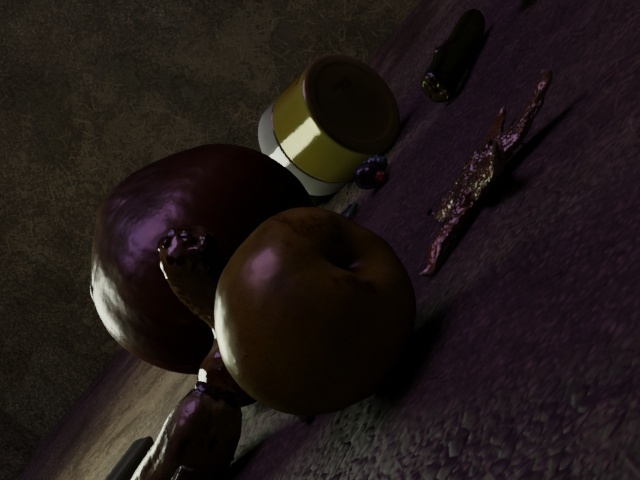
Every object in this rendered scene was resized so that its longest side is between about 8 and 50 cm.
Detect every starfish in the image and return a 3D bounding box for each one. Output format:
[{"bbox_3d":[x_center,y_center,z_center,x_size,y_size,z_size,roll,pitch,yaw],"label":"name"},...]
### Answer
[{"bbox_3d":[0.197,-0.094,1.275,0.295,0.048,0.231,-56,0,-41],"label":"starfish"}]

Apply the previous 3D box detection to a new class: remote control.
[{"bbox_3d":[-0.276,0.351,1.546,0.309,0.038,0.090,-59,-32,-85],"label":"remote control"}]

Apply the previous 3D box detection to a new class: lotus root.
[{"bbox_3d":[-0.173,0.285,1.410,0.110,0.097,0.258,0,-46,-42],"label":"lotus root"}]

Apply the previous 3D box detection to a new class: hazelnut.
[{"bbox_3d":[-0.199,0.029,1.839,0.409,0.359,0.359,-51,8,-33],"label":"hazelnut"}]

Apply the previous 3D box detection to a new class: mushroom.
[{"bbox_3d":[-0.094,0.085,1.561,0.267,0.254,0.267,-30,-9,-5],"label":"mushroom"}]

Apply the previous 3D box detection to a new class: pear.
[{"bbox_3d":[-0.011,0.080,1.115,0.209,0.209,0.209,-49,9,11],"label":"pear"}]

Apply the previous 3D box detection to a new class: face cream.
[{"bbox_3d":[0.017,-0.221,2.111,0.179,0.218,0.218,-39,15,49],"label":"face cream"}]

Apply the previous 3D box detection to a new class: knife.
[{"bbox_3d":[0.001,0.000,1.963,0.212,0.015,0.054,-40,22,47],"label":"knife"}]

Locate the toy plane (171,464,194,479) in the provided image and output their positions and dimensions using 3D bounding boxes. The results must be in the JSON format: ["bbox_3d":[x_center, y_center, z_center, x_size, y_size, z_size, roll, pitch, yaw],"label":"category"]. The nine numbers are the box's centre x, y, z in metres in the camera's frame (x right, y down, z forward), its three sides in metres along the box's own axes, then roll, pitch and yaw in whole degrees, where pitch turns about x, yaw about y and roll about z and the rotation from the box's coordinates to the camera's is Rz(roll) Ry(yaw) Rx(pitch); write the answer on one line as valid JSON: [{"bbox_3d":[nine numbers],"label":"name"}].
[{"bbox_3d":[-0.222,0.378,1.312,0.244,0.092,0.229,-33,30,55],"label":"toy plane"}]

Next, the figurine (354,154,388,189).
[{"bbox_3d":[0.094,-0.120,1.902,0.060,0.047,0.106,-4,20,16],"label":"figurine"}]

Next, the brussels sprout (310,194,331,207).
[{"bbox_3d":[-0.026,-0.139,2.269,0.161,0.144,0.181,88,-168,-46],"label":"brussels sprout"}]

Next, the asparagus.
[{"bbox_3d":[0.239,-0.328,1.945,0.278,0.067,0.060,-55,-18,-48],"label":"asparagus"}]

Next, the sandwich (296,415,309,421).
[{"bbox_3d":[-0.023,0.120,1.346,0.096,0.094,0.258,-38,14,39],"label":"sandwich"}]
